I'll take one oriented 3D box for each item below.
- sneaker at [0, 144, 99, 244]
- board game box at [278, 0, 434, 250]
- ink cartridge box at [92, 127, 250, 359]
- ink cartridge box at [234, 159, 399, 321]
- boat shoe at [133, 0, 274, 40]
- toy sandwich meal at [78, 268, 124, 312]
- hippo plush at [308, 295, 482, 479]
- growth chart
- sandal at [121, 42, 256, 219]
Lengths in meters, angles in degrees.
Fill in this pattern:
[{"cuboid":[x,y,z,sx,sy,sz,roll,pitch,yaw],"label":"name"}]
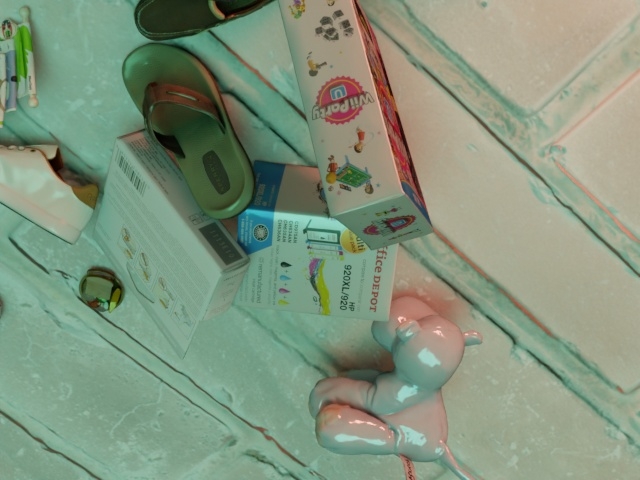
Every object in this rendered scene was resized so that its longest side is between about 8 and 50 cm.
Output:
[{"cuboid":[-0.474,-0.115,1.389,0.290,0.106,0.123,31,83,-4],"label":"sneaker"},{"cuboid":[0.047,-0.158,1.158,0.098,0.224,0.303,-17,75,12],"label":"board game box"},{"cuboid":[-0.234,0.010,1.361,0.275,0.060,0.239,51,141,19],"label":"ink cartridge box"},{"cuboid":[0.000,0.000,1.355,0.233,0.168,0.171,6,118,1],"label":"ink cartridge box"},{"cuboid":[-0.145,-0.337,1.228,0.258,0.095,0.095,-20,115,14],"label":"boat shoe"},{"cuboid":[-0.368,0.087,1.508,0.086,0.029,0.085,2,118,3],"label":"toy sandwich meal"},{"cuboid":[0.117,0.217,1.417,0.235,0.294,0.236,3,112,-22],"label":"hippo plush"},{"cuboid":[-0.515,-0.227,1.316,0.237,0.021,0.171,-14,83,12],"label":"growth chart"},{"cuboid":[-0.188,-0.166,1.260,0.120,0.086,0.302,-40,68,16],"label":"sandal"}]
